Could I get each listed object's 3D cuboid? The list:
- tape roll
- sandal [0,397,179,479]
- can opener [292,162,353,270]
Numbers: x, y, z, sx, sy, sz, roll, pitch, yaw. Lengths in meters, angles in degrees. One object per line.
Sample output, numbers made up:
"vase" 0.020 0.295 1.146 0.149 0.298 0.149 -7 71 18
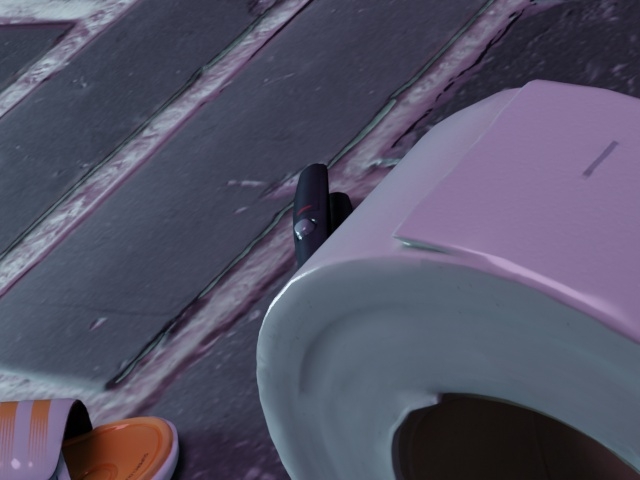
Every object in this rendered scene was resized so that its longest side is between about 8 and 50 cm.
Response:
"tape roll" 0.115 0.082 0.737 0.286 0.286 0.100 5 42 46
"sandal" -0.213 0.142 1.122 0.265 0.076 0.102 -16 28 -1
"can opener" 0.000 0.000 1.220 0.073 0.059 0.186 -22 29 13
